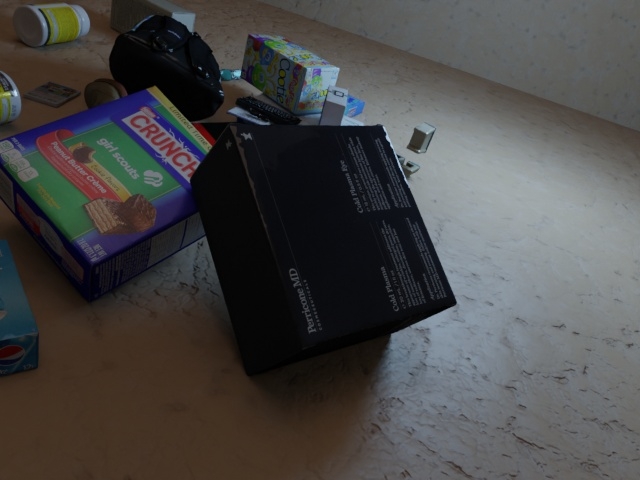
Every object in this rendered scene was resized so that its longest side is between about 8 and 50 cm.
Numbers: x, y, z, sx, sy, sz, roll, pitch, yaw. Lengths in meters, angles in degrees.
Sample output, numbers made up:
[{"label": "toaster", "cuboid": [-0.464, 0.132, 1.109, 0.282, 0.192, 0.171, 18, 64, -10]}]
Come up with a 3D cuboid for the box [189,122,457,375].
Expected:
[{"label": "box", "cuboid": [0.000, 0.000, 0.890, 0.312, 0.179, 0.343, -7, 71, -38]}]

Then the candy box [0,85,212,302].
[{"label": "candy box", "cuboid": [-0.332, -0.094, 0.935, 0.268, 0.122, 0.317, 45, 49, 10]}]

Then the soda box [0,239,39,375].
[{"label": "soda box", "cuboid": [-0.450, 0.088, 0.756, 0.071, 0.067, 0.210, -8, 40, -37]}]

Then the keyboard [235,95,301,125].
[{"label": "keyboard", "cuboid": [-0.150, -0.362, 1.538, 0.180, 0.023, 0.108, 26, 33, 14]}]

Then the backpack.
[{"label": "backpack", "cuboid": [-0.404, -0.468, 1.474, 0.290, 0.273, 0.356, 26, 39, -26]}]

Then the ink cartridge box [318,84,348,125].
[{"label": "ink cartridge box", "cuboid": [0.036, -0.376, 1.575, 0.060, 0.104, 0.180, 15, 32, -4]}]

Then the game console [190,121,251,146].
[{"label": "game console", "cuboid": [-0.227, -0.178, 1.315, 0.341, 0.060, 0.386, -11, 41, -34]}]

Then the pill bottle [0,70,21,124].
[{"label": "pill bottle", "cuboid": [-0.747, -0.283, 1.131, 0.117, 0.117, 0.215, 28, 33, 15]}]

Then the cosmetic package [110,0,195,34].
[{"label": "cosmetic package", "cuboid": [-0.602, -0.784, 1.954, 0.309, 0.160, 0.113, 33, 33, 20]}]

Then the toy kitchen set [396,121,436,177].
[{"label": "toy kitchen set", "cuboid": [0.223, -0.302, 1.628, 0.207, 0.166, 0.122, 31, 34, 20]}]

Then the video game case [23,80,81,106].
[{"label": "video game case", "cuboid": [-0.688, -0.378, 1.412, 0.087, 0.011, 0.122, 17, 31, -2]}]

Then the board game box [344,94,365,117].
[{"label": "board game box", "cuboid": [0.042, -0.480, 1.926, 0.160, 0.047, 0.210, 29, 32, 16]}]

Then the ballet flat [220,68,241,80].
[{"label": "ballet flat", "cuboid": [-0.315, -0.574, 1.901, 0.041, 0.041, 0.114, 39, 36, 29]}]

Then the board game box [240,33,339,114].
[{"label": "board game box", "cuboid": [-0.098, -0.512, 1.678, 0.144, 0.142, 0.275, -18, 46, -43]}]

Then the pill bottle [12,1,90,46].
[{"label": "pill bottle", "cuboid": [-0.826, -0.672, 1.698, 0.119, 0.119, 0.208, 25, 32, 10]}]

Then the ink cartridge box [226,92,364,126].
[{"label": "ink cartridge box", "cuboid": [-0.069, -0.336, 1.622, 0.324, 0.071, 0.330, 24, 34, 9]}]

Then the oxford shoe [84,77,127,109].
[{"label": "oxford shoe", "cuboid": [-0.500, -0.279, 1.257, 0.130, 0.123, 0.348, -14, 42, -32]}]
